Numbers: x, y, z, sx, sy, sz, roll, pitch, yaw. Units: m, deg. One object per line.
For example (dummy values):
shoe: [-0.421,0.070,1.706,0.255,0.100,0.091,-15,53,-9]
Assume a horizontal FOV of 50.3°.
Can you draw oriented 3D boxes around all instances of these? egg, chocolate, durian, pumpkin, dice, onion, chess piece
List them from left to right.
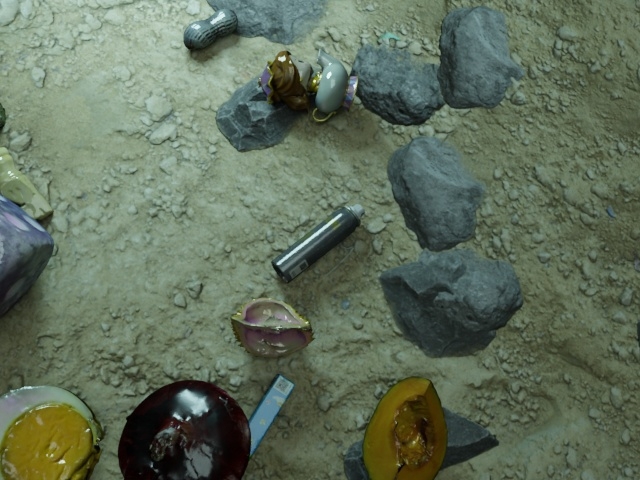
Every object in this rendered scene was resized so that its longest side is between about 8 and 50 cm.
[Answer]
dice: [-0.793,0.028,1.526,0.271,0.270,0.270,38,86,-3]
chess piece: [-0.757,-0.129,1.688,0.090,0.090,0.200,-39,98,-14]
egg: [-0.651,0.472,1.536,0.286,0.174,0.264,-32,85,-38]
onion: [-0.311,0.456,1.537,0.314,0.232,0.314,-5,55,7]
chocolate: [-0.299,-0.575,1.851,0.167,0.072,0.072,-31,85,-14]
durian: [-0.125,0.218,1.684,0.182,0.132,0.165,-24,91,-17]
pumpkin: [0.217,0.493,1.702,0.169,0.148,0.312,29,81,-42]

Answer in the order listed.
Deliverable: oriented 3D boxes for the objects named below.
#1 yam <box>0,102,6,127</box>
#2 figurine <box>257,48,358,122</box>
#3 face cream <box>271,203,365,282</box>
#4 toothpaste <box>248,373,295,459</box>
yam: [-0.882,-0.300,1.699,0.179,0.078,0.078,-15,81,-12]
figurine: [-0.037,-0.422,1.828,0.263,0.142,0.189,12,100,-6]
face cream: [0.000,0.000,1.777,0.283,0.073,0.073,-38,86,-14]
toothpaste: [-0.154,0.451,1.664,0.050,0.065,0.266,34,75,-6]
